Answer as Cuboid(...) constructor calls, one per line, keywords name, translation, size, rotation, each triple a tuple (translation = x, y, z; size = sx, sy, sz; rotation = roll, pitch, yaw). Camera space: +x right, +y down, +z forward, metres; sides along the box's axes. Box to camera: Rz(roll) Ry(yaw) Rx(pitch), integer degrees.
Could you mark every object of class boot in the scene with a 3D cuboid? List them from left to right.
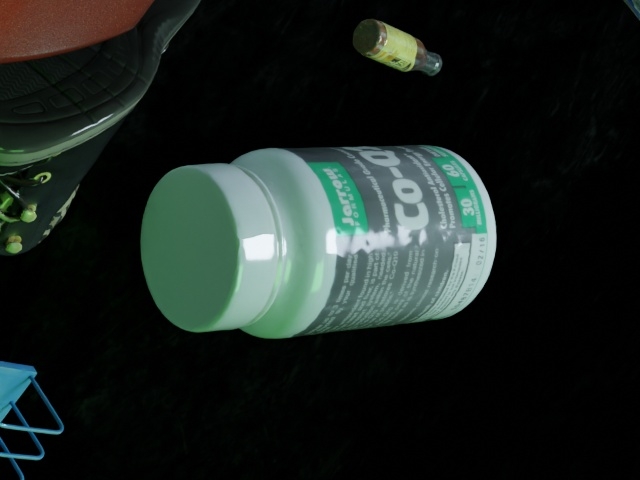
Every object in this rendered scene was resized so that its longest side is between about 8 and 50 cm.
Cuboid(name="boot", translation=(-0.250, -0.092, 1.399), size=(0.284, 0.138, 0.377), rotation=(-51, -173, 35))

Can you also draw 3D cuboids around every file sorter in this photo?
Cuboid(name="file sorter", translation=(-0.375, 0.224, 1.796), size=(0.118, 0.104, 0.170), rotation=(16, 117, -52))

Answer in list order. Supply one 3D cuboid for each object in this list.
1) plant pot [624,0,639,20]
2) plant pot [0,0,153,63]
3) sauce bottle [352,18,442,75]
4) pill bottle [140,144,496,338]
Cuboid(name="plant pot", translation=(0.429, -0.324, 1.837), size=(0.212, 0.236, 0.236), rotation=(-37, 146, 8))
Cuboid(name="plant pot", translation=(-0.204, -0.287, 1.194), size=(0.267, 0.267, 0.235), rotation=(-51, 157, 16))
Cuboid(name="sauce bottle", translation=(0.086, -0.204, 1.804), size=(0.128, 0.042, 0.042), rotation=(15, 118, -49))
Cuboid(name="pill bottle", translation=(0.000, 0.000, 1.811), size=(0.361, 0.204, 0.204), rotation=(-5, 133, -41))
